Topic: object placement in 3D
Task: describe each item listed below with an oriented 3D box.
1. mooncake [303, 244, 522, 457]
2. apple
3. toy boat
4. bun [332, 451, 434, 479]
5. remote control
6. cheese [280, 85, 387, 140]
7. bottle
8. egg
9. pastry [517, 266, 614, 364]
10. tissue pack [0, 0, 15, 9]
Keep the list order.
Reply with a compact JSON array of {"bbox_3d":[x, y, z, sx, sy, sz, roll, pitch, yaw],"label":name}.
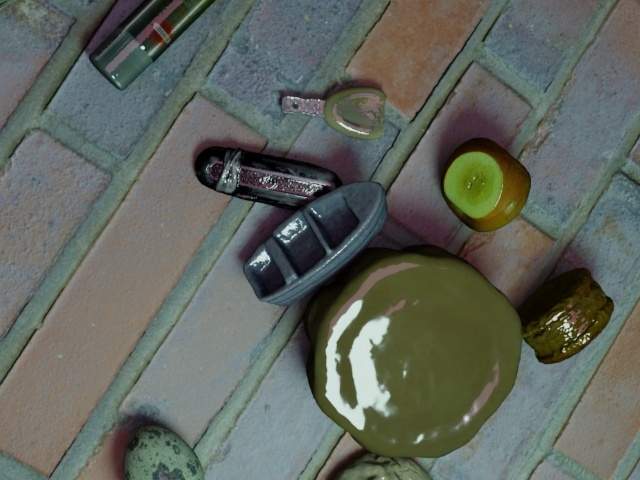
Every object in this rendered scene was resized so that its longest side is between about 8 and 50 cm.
[{"bbox_3d":[0.147,0.186,1.498,0.378,0.201,0.379,-1,98,-10],"label":"mooncake"},{"bbox_3d":[0.294,-0.095,1.524,0.146,0.163,0.147,42,96,29],"label":"apple"},{"bbox_3d":[0.000,0.000,1.449,0.283,0.127,0.078,-37,142,9],"label":"toy boat"},{"bbox_3d":[0.115,0.496,1.539,0.231,0.133,0.231,-1,93,-12],"label":"bun"},{"bbox_3d":[-0.086,-0.105,1.480,0.265,0.066,0.090,11,89,-14],"label":"remote control"},{"bbox_3d":[0.024,-0.232,1.514,0.192,0.037,0.097,4,92,-13],"label":"cheese"},{"bbox_3d":[-0.259,-0.374,1.413,0.082,0.082,0.286,45,84,-12],"label":"bottle"},{"bbox_3d":[-0.269,0.395,1.439,0.132,0.132,0.172,-24,88,-11],"label":"egg"},{"bbox_3d":[0.447,0.140,1.567,0.188,0.189,0.103,-43,93,-7],"label":"pastry"},{"bbox_3d":[-0.540,-0.466,1.334,0.148,0.092,0.196,-34,102,-9],"label":"tissue pack"}]
